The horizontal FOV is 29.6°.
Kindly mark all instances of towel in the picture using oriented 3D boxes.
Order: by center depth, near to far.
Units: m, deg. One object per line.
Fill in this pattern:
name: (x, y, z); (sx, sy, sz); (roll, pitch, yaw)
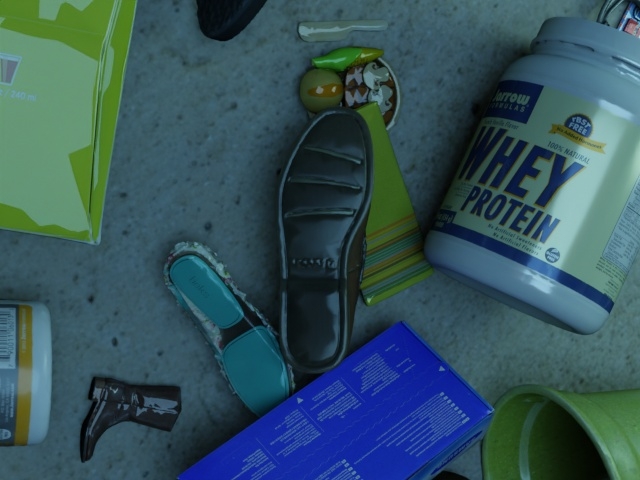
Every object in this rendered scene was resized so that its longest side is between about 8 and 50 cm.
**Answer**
towel: (0.061, -0.043, 1.480); (0.102, 0.021, 0.237); (-25, 109, -16)

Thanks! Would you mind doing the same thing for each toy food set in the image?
toy food set: (0.039, -0.172, 1.467); (0.132, 0.038, 0.192); (-7, 97, -15)

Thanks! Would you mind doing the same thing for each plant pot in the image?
plant pot: (0.383, 0.292, 1.511); (0.254, 0.276, 0.276); (-9, 98, -26)

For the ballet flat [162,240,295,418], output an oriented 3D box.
ballet flat: (-0.100, 0.098, 1.431); (0.091, 0.077, 0.241); (-27, 104, 8)

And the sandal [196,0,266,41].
sandal: (-0.019, -0.428, 1.371); (0.107, 0.167, 0.446); (19, 90, -34)

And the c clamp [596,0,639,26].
c clamp: (0.405, -0.245, 1.561); (0.137, 0.022, 0.161); (-38, 105, -10)

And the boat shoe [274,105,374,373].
boat shoe: (0.000, 0.000, 1.413); (0.110, 0.104, 0.307); (10, 88, 6)

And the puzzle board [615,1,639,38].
puzzle board: (0.430, -0.262, 1.585); (0.096, 0.011, 0.128); (28, 88, -16)

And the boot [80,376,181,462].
boot: (-0.221, 0.218, 1.432); (0.114, 0.037, 0.106); (12, 94, -21)

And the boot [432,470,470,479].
boot: (0.046, 0.388, 1.499); (0.283, 0.109, 0.220); (9, 97, -24)

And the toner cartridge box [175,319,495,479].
toner cartridge box: (0.019, 0.250, 1.394); (0.348, 0.075, 0.165); (-32, 63, -26)

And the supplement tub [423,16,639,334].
supplement tub: (0.288, -0.076, 1.446); (0.235, 0.235, 0.325); (26, 87, -17)

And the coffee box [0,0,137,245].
coffee box: (-0.371, -0.194, 1.193); (0.337, 0.334, 0.338); (9, 92, -16)

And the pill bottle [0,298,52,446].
pill bottle: (-0.433, 0.141, 1.298); (0.278, 0.162, 0.162); (1, 95, -16)
